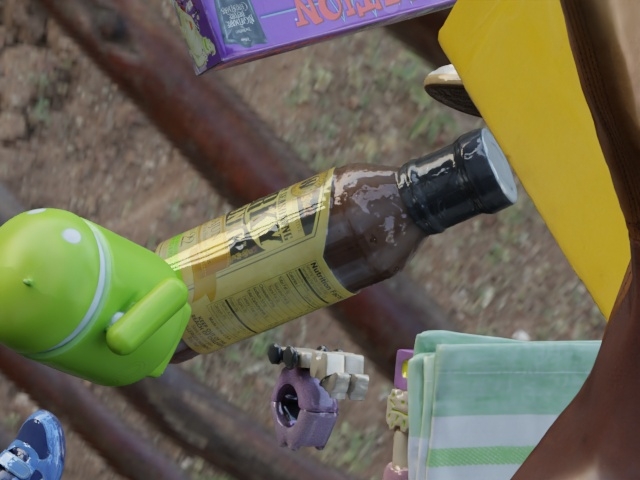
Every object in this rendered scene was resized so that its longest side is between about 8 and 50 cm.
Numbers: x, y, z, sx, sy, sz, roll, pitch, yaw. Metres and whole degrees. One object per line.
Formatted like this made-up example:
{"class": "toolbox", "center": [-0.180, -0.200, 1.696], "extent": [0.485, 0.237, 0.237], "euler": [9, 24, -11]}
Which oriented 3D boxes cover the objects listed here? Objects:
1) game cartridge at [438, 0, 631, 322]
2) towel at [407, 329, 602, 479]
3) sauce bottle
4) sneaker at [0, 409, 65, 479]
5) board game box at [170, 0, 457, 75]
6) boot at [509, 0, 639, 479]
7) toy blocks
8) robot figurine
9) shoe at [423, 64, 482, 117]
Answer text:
{"class": "game cartridge", "center": [0.204, -0.134, 0.933], "extent": [0.052, 0.285, 0.324], "euler": [8, 39, -31]}
{"class": "towel", "center": [0.161, 0.226, 1.103], "extent": [0.247, 0.038, 0.325], "euler": [3, 98, -18]}
{"class": "sauce bottle", "center": [0.000, 0.000, 1.366], "extent": [0.344, 0.111, 0.111], "euler": [-24, 66, 17]}
{"class": "sneaker", "center": [-0.270, 0.213, 1.377], "extent": [0.053, 0.059, 0.144], "euler": [24, 90, 37]}
{"class": "board game box", "center": [0.014, -0.272, 1.293], "extent": [0.346, 0.056, 0.208], "euler": [-21, 94, -35]}
{"class": "boot", "center": [0.134, 0.005, 0.634], "extent": [0.264, 0.280, 0.096], "euler": [-34, 42, -20]}
{"class": "toy blocks", "center": [0.133, 0.245, 1.526], "extent": [0.309, 0.288, 0.260], "euler": [5, 91, -31]}
{"class": "robot figurine", "center": [-0.108, 0.026, 0.714], "extent": [0.101, 0.115, 0.067], "euler": [26, 87, 37]}
{"class": "shoe", "center": [0.224, -0.176, 1.786], "extent": [0.219, 0.076, 0.058], "euler": [7, 64, 23]}
